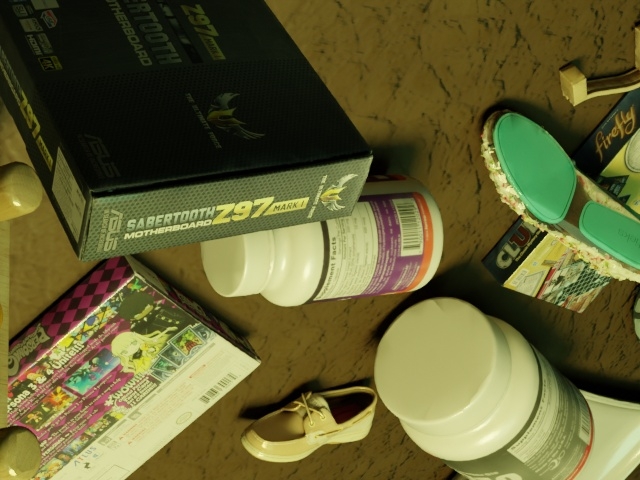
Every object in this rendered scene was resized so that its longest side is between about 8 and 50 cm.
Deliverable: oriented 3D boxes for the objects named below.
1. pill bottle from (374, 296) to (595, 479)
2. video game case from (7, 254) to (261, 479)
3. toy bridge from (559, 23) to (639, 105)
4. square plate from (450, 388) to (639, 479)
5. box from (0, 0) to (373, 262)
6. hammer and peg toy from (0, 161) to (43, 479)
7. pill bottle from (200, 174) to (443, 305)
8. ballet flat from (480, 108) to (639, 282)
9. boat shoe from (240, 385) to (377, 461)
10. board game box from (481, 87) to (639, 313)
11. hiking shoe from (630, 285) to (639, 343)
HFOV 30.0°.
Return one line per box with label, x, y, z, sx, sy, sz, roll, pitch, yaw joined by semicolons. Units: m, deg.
pill bottle;0.179;0.176;1.297;0.161;0.161;0.283;-42;141;7
video game case;-0.197;0.135;1.072;0.232;0.042;0.210;-41;141;5
toy bridge;0.315;-0.182;1.145;0.188;0.026;0.063;-31;144;-7
square plate;0.289;0.325;1.619;0.344;0.049;0.347;15;119;-45
box;-0.101;-0.098;0.755;0.183;0.232;0.059;-9;140;-29
hammer and peg toy;-0.316;0.018;0.687;0.127;0.265;0.361;-15;157;28
pill bottle;0.000;0.000;1.029;0.194;0.108;0.108;-5;132;-33
ballet flat;0.228;-0.034;1.158;0.241;0.077;0.091;39;68;-19
boat shoe;-0.009;0.184;1.251;0.170;0.063;0.059;-9;132;-43
board game box;0.303;-0.036;1.270;0.165;0.042;0.243;20;116;-46
hiking shoe;0.457;0.068;1.417;0.113;0.132;0.304;-22;139;-17
